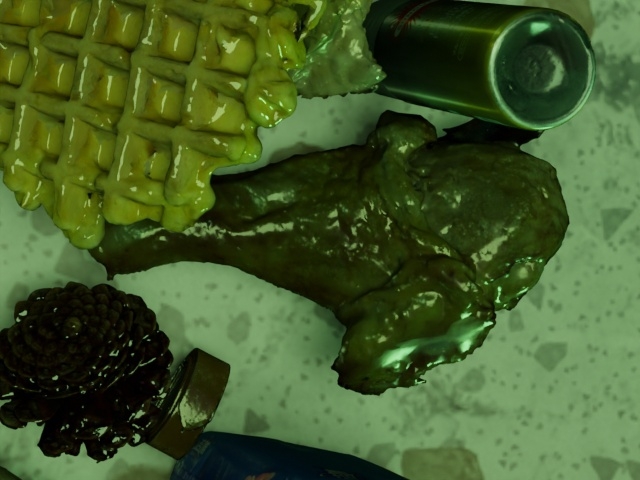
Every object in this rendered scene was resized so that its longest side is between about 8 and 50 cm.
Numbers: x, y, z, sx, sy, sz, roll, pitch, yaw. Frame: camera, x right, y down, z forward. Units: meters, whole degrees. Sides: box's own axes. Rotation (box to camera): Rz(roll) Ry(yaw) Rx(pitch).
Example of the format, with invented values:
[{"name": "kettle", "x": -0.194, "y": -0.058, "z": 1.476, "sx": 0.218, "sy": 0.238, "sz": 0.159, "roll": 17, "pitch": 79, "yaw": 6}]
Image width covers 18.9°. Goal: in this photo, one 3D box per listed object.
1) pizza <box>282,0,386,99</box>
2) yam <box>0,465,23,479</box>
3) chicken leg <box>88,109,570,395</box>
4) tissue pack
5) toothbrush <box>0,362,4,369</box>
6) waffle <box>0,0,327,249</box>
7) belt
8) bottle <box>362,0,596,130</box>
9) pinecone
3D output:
[{"name": "pizza", "x": -0.025, "y": -0.217, "z": 1.387, "sx": 0.089, "sy": 0.223, "sz": 0.323, "roll": 30, "pitch": 86, "yaw": -58}, {"name": "yam", "x": -0.225, "y": 0.211, "z": 1.391, "sx": 0.371, "sy": 0.083, "sz": 0.083, "roll": 36, "pitch": 85, "yaw": -7}, {"name": "chicken leg", "x": 0.008, "y": 0.013, "z": 1.450, "sx": 0.361, "sy": 0.140, "sz": 0.212, "roll": -8, "pitch": 76, "yaw": -4}, {"name": "tissue pack", "x": 0.004, "y": 0.222, "z": 1.389, "sx": 0.209, "sy": 0.269, "sz": 0.137, "roll": 15, "pitch": 91, "yaw": -14}, {"name": "toothbrush", "x": -0.273, "y": 0.225, "z": 1.443, "sx": 0.030, "sy": 0.030, "sz": 0.297, "roll": 10, "pitch": 94, "yaw": 11}, {"name": "waffle", "x": -0.139, "y": -0.155, "z": 1.342, "sx": 0.329, "sy": 0.062, "sz": 0.329, "roll": -4, "pitch": 79, "yaw": 21}, {"name": "belt", "x": -0.102, "y": 0.124, "z": 1.462, "sx": 0.036, "sy": 0.059, "sz": 0.083, "roll": 29, "pitch": 88, "yaw": -15}, {"name": "bottle", "x": 0.099, "y": -0.131, "z": 1.376, "sx": 0.082, "sy": 0.286, "sz": 0.082, "roll": -3, "pitch": 99, "yaw": -18}, {"name": "pinecone", "x": -0.174, "y": 0.101, "z": 1.409, "sx": 0.140, "sy": 0.140, "sz": 0.121, "roll": -33, "pitch": 136, "yaw": -10}]
